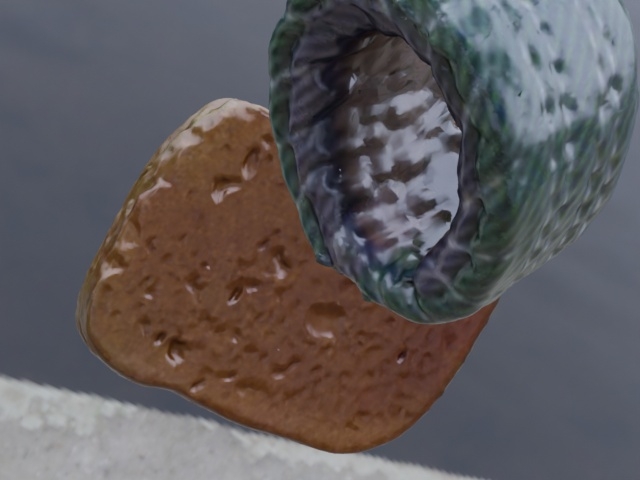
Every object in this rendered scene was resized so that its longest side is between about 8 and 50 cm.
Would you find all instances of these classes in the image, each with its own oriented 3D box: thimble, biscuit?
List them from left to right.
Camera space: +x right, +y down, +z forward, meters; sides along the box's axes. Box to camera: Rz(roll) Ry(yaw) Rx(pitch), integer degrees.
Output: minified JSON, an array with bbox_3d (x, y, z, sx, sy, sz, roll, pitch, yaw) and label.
[{"bbox_3d":[-0.001,0.000,0.866,0.277,0.262,0.052,22,3,-28],"label":"biscuit"},{"bbox_3d":[0.047,-0.045,0.470,0.090,0.135,0.118,-27,37,-34],"label":"thimble"}]
